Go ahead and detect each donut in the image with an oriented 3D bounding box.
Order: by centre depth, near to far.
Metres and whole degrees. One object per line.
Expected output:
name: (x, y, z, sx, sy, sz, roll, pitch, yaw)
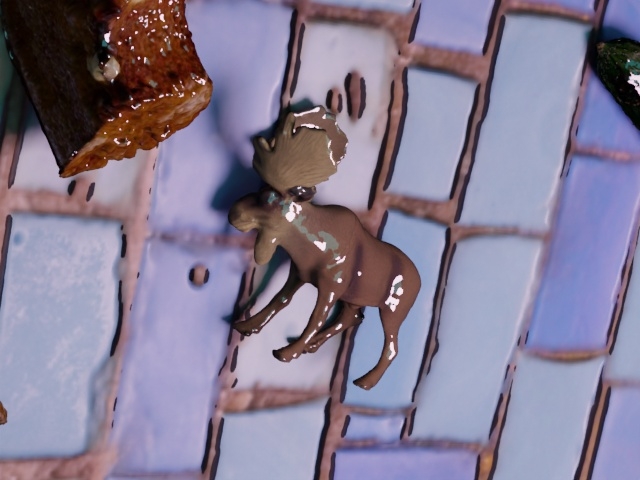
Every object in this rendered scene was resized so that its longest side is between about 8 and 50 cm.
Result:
donut: (-0.148, -0.157, 1.343, 0.126, 0.144, 0.186, -17, 83, -36)

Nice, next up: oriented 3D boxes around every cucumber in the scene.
cucumber: (0.311, -0.093, 1.701, 0.067, 0.067, 0.245, -46, 124, -14)

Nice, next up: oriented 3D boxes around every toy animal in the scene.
toy animal: (0.000, 0.000, 1.510, 0.214, 0.094, 0.186, 24, 95, -44)

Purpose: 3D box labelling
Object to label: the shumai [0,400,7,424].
shumai: (-0.274, 0.095, 1.329, 0.139, 0.123, 0.105, 14, 108, -50)
